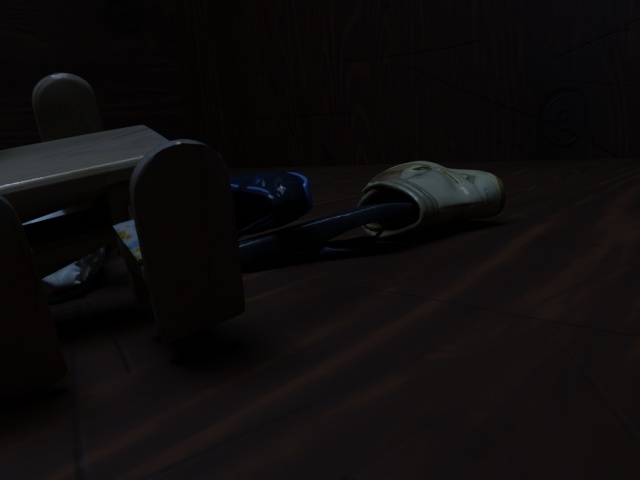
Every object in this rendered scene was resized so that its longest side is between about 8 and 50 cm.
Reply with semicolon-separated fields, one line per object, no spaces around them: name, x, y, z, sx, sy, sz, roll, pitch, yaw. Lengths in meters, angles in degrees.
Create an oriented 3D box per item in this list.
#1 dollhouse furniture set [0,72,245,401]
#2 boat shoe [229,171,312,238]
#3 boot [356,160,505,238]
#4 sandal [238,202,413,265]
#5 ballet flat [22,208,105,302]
dollhouse furniture set;-0.315;-0.067;0.438;0.394;0.256;0.362;-18;30;-28
boat shoe;-0.136;-0.045;0.758;0.258;0.109;0.089;-18;5;34
boot;0.123;-0.065;0.909;0.203;0.095;0.262;-14;18;-37
sandal;-0.001;0.000;0.745;0.254;0.054;0.097;-17;6;-12
ballet flat;-0.366;-0.025;0.779;0.147;0.147;0.409;-7;12;-16
